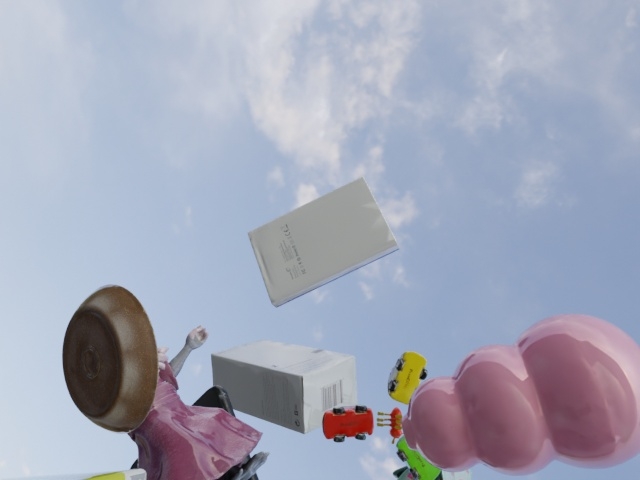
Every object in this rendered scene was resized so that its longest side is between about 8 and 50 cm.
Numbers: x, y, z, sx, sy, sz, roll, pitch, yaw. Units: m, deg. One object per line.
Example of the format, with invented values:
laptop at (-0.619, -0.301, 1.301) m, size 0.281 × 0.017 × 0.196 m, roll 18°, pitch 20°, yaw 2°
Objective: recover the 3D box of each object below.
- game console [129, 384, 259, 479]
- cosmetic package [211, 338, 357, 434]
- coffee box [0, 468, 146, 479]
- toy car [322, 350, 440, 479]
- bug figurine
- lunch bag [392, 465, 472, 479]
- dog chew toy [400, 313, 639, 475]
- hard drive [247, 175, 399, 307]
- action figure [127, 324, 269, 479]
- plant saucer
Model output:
game console at (-0.252, 0.539, 1.069) m, size 0.342 × 0.060 × 0.387 m, roll -48°, pitch -133°, yaw 16°
cosmetic package at (-0.108, 0.388, 1.497) m, size 0.384 × 0.217 × 0.156 m, roll 1°, pitch -84°, yaw 42°
coffee box at (-0.402, 0.415, 0.494) m, size 0.337 × 0.334 × 0.338 m, roll -9°, pitch -108°, yaw 13°
toy car at (0.144, 0.357, 1.026) m, size 0.225 × 0.239 × 0.053 m, roll 56°, pitch -13°, yaw -1°
bug figurine at (0.301, 0.493, 1.559) m, size 0.278 × 0.072 × 0.217 m, roll -4°, pitch -106°, yaw 41°
lunch bag at (0.270, 0.664, 1.356) m, size 0.160 × 0.223 × 0.262 m, roll 23°, pitch -99°, yaw 44°
dog chew toy at (0.277, 0.229, 0.755) m, size 0.331 × 0.206 × 0.207 m, roll -18°, pitch -92°, yaw 8°
hard drive at (0.000, 0.000, 1.289) m, size 0.318 × 0.040 × 0.210 m, roll -26°, pitch -120°, yaw 5°
action figure at (-0.275, 0.292, 0.896) m, size 0.370 × 0.248 × 0.276 m, roll 37°, pitch -88°, yaw 20°
plant saucer at (-0.289, 0.158, 0.712) m, size 0.198 × 0.036 × 0.199 m, roll 0°, pitch -90°, yaw 37°
